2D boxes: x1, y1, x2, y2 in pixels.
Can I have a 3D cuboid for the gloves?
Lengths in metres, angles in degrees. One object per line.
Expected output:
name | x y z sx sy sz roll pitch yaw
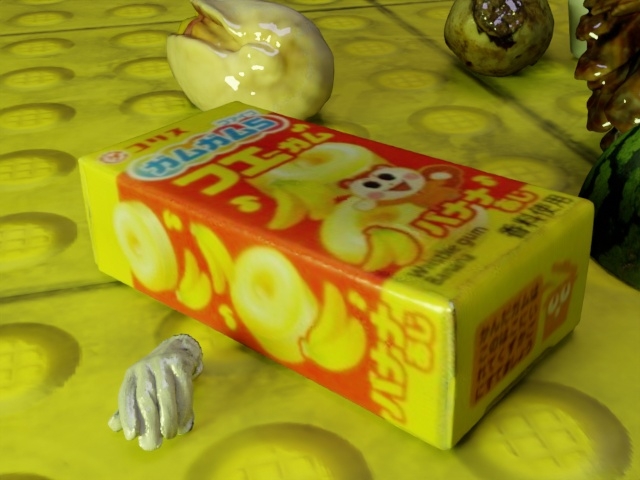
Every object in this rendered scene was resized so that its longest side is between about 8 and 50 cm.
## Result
gloves | -0.081 0.072 0.423 0.044 0.037 0.081 -32 29 18

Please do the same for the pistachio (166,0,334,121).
pistachio | -0.066 -0.158 0.770 0.145 0.117 0.200 27 2 -36

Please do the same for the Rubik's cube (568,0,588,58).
Rubik's cube | 0.456 -0.353 0.822 0.316 0.322 0.319 -36 42 -25

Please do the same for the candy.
candy | 0.000 0.000 0.494 0.276 0.088 0.146 22 37 37

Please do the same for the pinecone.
pinecone | 0.296 -0.148 0.640 0.202 0.201 0.229 9 27 26

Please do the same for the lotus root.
lotus root | 0.198 -0.233 0.912 0.110 0.097 0.258 15 24 14

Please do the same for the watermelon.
watermelon | 0.229 -0.006 0.537 0.094 0.125 0.135 18 49 -31
